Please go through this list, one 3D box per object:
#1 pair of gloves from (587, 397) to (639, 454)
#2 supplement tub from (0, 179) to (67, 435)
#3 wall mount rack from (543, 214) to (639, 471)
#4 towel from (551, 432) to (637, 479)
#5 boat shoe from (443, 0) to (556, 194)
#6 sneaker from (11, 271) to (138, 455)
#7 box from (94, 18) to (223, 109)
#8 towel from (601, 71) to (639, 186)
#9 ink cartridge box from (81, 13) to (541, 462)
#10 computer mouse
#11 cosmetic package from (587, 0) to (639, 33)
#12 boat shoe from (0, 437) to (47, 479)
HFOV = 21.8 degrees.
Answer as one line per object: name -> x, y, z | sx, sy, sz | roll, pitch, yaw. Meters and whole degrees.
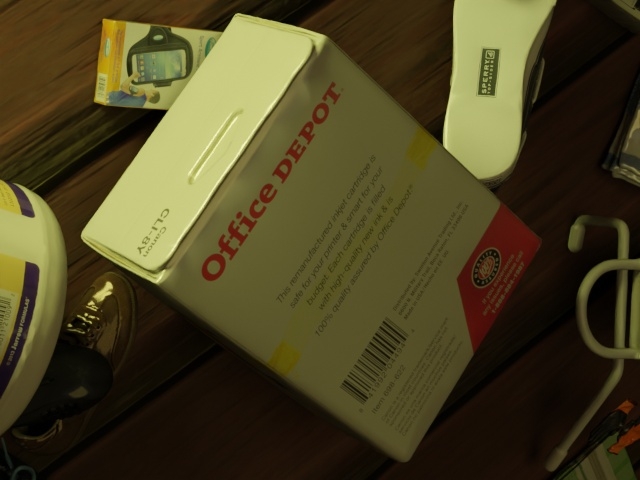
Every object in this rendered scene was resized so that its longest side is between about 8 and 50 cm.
pair of gloves -> 0.351, 0.218, 1.928 | 0.074, 0.010, 0.083 | -46, 138, 17
supplement tub -> -0.402, 0.029, 1.349 | 0.331, 0.241, 0.241 | 19, 90, -34
wall mount rack -> 0.393, 0.128, 1.957 | 0.350, 0.130, 0.304 | 4, 91, -34
towel -> 0.323, 0.312, 2.023 | 0.152, 0.023, 0.113 | -37, 120, -24
boat shoe -> 0.192, -0.189, 1.773 | 0.108, 0.102, 0.301 | 6, 74, 8
sneaker -> -0.232, 0.118, 1.572 | 0.071, 0.066, 0.188 | 21, 91, -66
box -> -0.148, -0.167, 1.599 | 0.136, 0.028, 0.081 | 1, 101, -32
towel -> 0.472, -0.172, 1.954 | 0.209, 0.034, 0.285 | 22, 87, -12
ink cartridge box -> 0.000, 0.000, 1.638 | 0.385, 0.160, 0.279 | 40, 79, -38
computer mouse -> -0.308, 0.144, 1.507 | 0.242, 0.041, 0.071 | -14, 75, -9
cosmetic package -> 0.390, -0.361, 1.885 | 0.099, 0.060, 0.239 | 26, 86, -35
boat shoe -> -0.281, 0.256, 1.571 | 0.258, 0.089, 0.109 | 28, 85, -32
